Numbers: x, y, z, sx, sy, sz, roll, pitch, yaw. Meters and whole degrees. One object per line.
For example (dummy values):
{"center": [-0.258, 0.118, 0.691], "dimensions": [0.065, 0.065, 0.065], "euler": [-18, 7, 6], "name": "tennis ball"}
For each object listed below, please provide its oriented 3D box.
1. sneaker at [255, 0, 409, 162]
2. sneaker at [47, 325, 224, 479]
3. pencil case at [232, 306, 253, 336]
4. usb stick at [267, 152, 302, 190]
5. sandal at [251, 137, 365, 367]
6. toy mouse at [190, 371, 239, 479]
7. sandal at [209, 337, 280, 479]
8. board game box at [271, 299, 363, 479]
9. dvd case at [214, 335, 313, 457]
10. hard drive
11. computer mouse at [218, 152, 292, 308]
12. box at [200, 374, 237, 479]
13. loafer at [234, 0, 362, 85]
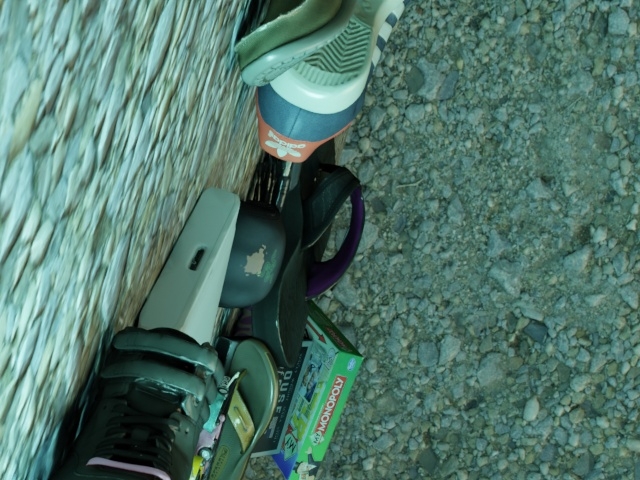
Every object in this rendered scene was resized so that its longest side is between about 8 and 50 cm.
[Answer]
{"center": [0.013, -0.218, 1.420], "dimensions": [0.350, 0.131, 0.148], "euler": [-62, 178, -42], "name": "sneaker"}
{"center": [-0.128, 0.132, 0.955], "dimensions": [0.296, 0.104, 0.147], "euler": [162, -56, -86], "name": "sneaker"}
{"center": [-0.071, 0.103, 2.063], "dimensions": [0.086, 0.088, 0.206], "euler": [119, -9, -66], "name": "pencil case"}
{"center": [-0.025, -0.170, 1.657], "dimensions": [0.278, 0.045, 0.077], "euler": [105, 5, -47], "name": "usb stick"}
{"center": [0.000, 0.003, 1.968], "dimensions": [0.446, 0.107, 0.168], "euler": [-78, 160, -44], "name": "sandal"}
{"center": [-0.117, 0.188, 1.365], "dimensions": [0.161, 0.031, 0.143], "euler": [103, 6, -64], "name": "toy mouse"}
{"center": [-0.119, 0.233, 1.792], "dimensions": [0.060, 0.090, 0.219], "euler": [13, 104, -53], "name": "sandal"}
{"center": [-0.045, 0.205, 2.123], "dimensions": [0.214, 0.046, 0.317], "euler": [-68, -154, 11], "name": "board game box"}
{"center": [-0.098, 0.219, 1.929], "dimensions": [0.238, 0.029, 0.179], "euler": [7, 101, -62], "name": "dvd case"}
{"center": [-0.141, 0.128, 1.278], "dimensions": [0.203, 0.040, 0.308], "euler": [-69, 175, -51], "name": "hard drive"}
{"center": [-0.072, 0.007, 1.568], "dimensions": [0.272, 0.072, 0.189], "euler": [-59, 168, -79], "name": "computer mouse"}
{"center": [-0.167, 0.290, 1.697], "dimensions": [0.175, 0.051, 0.220], "euler": [-66, 174, -70], "name": "box"}
{"center": [-0.017, -0.221, 1.235], "dimensions": [0.094, 0.087, 0.251], "euler": [-29, -163, 37], "name": "loafer"}
